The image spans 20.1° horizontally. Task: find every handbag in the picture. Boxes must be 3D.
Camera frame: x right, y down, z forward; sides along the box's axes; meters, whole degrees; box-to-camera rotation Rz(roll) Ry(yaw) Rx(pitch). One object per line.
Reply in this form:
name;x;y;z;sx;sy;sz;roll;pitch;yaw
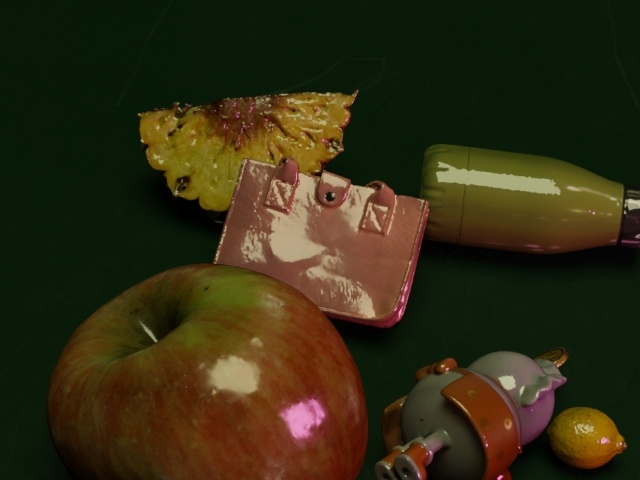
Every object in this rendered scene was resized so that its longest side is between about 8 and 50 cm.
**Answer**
handbag;0.000;0.000;1.956;0.213;0.059;0.157;14;81;10

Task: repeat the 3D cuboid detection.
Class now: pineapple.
pineapple;-0.079;-0.088;2.083;0.250;0.164;0.139;-6;83;-4

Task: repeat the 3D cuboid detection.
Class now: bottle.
bottle;0.240;-0.041;2.026;0.260;0.112;0.112;7;44;3

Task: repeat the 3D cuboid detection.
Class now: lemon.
lemon;0.267;0.199;1.815;0.083;0.062;0.062;8;44;14

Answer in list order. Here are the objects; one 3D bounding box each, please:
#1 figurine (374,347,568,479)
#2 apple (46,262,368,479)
figurine;0.155;0.168;1.794;0.143;0.143;0.271;24;49;20
apple;-0.101;0.169;1.708;0.277;0.250;0.309;-37;28;-13
